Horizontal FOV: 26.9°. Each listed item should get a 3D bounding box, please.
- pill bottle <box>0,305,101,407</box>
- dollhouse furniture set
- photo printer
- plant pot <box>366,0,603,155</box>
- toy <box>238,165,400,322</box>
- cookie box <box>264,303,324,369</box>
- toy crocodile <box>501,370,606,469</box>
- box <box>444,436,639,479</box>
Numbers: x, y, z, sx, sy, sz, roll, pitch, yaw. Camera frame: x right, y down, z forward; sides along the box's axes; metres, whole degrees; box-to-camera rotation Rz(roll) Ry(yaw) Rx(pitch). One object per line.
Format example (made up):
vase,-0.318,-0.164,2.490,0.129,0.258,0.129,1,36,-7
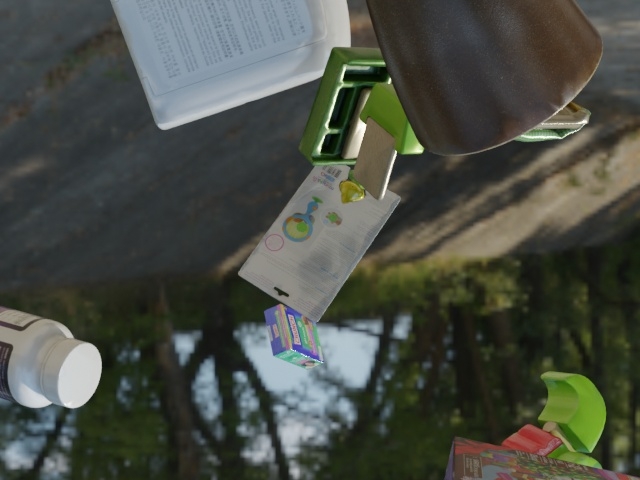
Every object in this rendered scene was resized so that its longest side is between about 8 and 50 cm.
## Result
pill bottle,-0.363,0.141,1.611,0.194,0.108,0.108,12,-173,29
dollhouse furniture set,0.161,-0.138,1.717,0.302,0.151,0.197,-4,-147,-35
photo printer,-0.120,-0.318,1.847,0.308,0.256,0.107,-19,-166,5
plant pot,0.133,-0.240,1.328,0.215,0.230,0.215,-27,-150,17
toy,0.000,0.000,1.978,0.137,0.237,0.056,31,162,10
cookie box,-0.046,0.170,2.355,0.040,0.091,0.107,-28,149,26
toy crocodile,0.192,0.286,1.440,0.340,0.105,0.115,-45,-153,-15
box,0.202,0.234,1.110,0.201,0.057,0.293,13,-177,5
